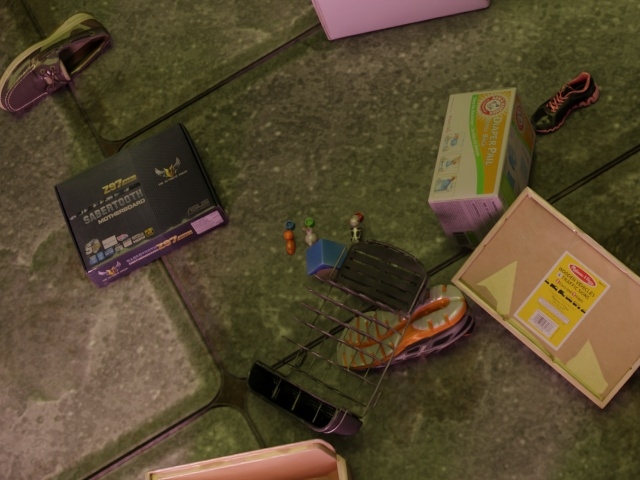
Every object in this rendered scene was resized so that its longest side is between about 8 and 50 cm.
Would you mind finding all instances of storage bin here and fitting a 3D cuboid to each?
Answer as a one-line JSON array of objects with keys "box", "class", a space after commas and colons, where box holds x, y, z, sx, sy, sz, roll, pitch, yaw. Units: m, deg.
[{"box": [-0.079, 0.419, 1.722, 0.260, 0.123, 0.262, -13, 60, 9], "class": "storage bin"}]

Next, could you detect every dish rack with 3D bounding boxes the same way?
[{"box": [0.030, 0.123, 1.819, 0.208, 0.074, 0.272, 22, 83, 51], "class": "dish rack"}]

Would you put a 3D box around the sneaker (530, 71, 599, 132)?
[{"box": [0.361, -0.210, 1.975, 0.119, 0.057, 0.047, -37, 61, -4], "class": "sneaker"}]

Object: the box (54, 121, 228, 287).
[{"box": [-0.282, -0.058, 2.070, 0.232, 0.059, 0.183, -26, 58, 1], "class": "box"}]

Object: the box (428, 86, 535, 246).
[{"box": [0.235, -0.106, 1.899, 0.103, 0.114, 0.203, -4, 52, 26], "class": "box"}]

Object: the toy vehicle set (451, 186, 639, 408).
[{"box": [0.328, 0.075, 1.771, 0.267, 0.035, 0.166, 41, 99, 13], "class": "toy vehicle set"}]

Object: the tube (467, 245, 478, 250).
[{"box": [0.314, 0.025, 1.864, 0.240, 0.062, 0.070, 34, 33, 34], "class": "tube"}]

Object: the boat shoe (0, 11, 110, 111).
[{"box": [-0.449, -0.296, 2.232, 0.073, 0.080, 0.223, 34, 71, 33], "class": "boat shoe"}]

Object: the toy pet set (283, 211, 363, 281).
[{"box": [0.000, 0.000, 1.957, 0.122, 0.065, 0.114, -8, 61, 12], "class": "toy pet set"}]

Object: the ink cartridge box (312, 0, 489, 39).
[{"box": [0.109, -0.544, 2.162, 0.279, 0.160, 0.385, -11, 60, 10], "class": "ink cartridge box"}]

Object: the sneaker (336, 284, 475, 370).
[{"box": [0.120, 0.136, 1.848, 0.214, 0.083, 0.084, -22, 54, 25], "class": "sneaker"}]
